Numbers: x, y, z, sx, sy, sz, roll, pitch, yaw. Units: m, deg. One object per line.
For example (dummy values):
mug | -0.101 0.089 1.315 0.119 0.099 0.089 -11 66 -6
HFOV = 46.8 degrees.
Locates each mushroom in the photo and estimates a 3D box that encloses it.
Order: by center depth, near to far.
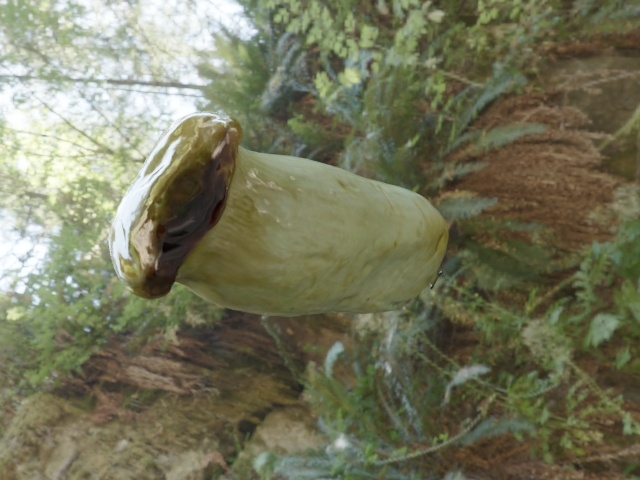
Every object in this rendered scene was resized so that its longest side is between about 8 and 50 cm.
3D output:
mushroom | 0.000 0.000 0.463 0.100 0.081 0.312 -55 -29 13
